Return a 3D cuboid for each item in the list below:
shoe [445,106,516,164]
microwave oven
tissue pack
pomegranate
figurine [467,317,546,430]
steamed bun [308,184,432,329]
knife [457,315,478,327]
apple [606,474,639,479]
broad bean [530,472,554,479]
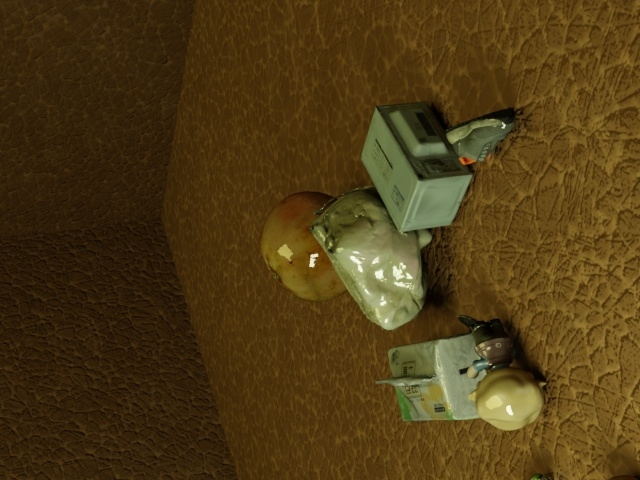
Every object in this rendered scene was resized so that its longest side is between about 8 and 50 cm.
[{"bbox_3d":[0.283,-0.175,1.648,0.194,0.074,0.077,-6,103,71],"label":"shoe"},{"bbox_3d":[0.181,-0.143,1.830,0.162,0.123,0.208,107,147,-46],"label":"microwave oven"},{"bbox_3d":[0.208,0.275,1.874,0.229,0.145,0.159,152,108,-68],"label":"tissue pack"},{"bbox_3d":[0.000,0.000,2.202,0.252,0.270,0.229,54,166,-28],"label":"pomegranate"},{"bbox_3d":[0.307,0.230,1.659,0.108,0.114,0.196,108,150,-48],"label":"figurine"},{"bbox_3d":[0.129,0.023,1.939,0.280,0.207,0.268,59,176,-13],"label":"steamed bun"},{"bbox_3d":[0.298,0.163,1.794,0.170,0.010,0.023,-156,67,-66],"label":"knife"},{"bbox_3d":[0.444,0.388,1.418,0.084,0.071,0.083,172,90,-68],"label":"apple"},{"bbox_3d":[0.359,0.518,1.671,0.098,0.056,0.317,-65,-17,-55],"label":"broad bean"}]
